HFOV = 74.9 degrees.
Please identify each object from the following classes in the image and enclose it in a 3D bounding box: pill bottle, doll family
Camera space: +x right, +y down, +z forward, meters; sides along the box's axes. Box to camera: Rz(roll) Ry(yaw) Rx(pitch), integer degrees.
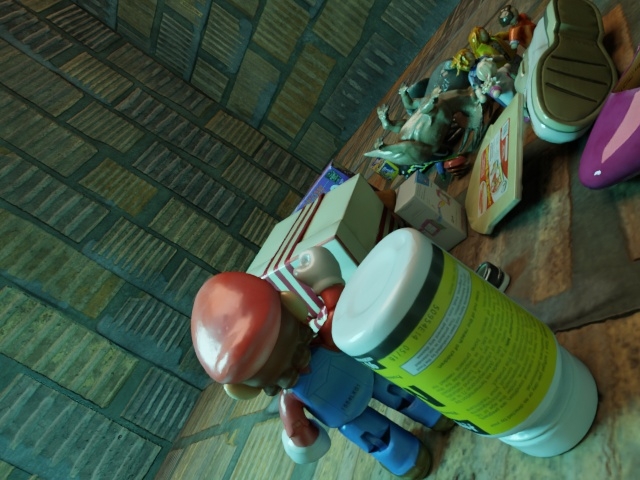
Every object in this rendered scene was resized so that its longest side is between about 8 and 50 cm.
[{"bbox_3d":[0.124,0.092,0.365,0.119,0.208,0.119,-54,10,14],"label":"pill bottle"},{"bbox_3d":[0.337,-0.329,0.802,0.263,0.163,0.118,-62,11,-27],"label":"doll family"}]

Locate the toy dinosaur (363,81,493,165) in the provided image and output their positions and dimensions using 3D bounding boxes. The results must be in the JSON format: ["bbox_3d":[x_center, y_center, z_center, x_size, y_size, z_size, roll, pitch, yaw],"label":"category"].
[{"bbox_3d":[0.236,-0.234,0.904,0.295,0.200,0.127,-42,39,34],"label":"toy dinosaur"}]

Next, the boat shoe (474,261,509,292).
[{"bbox_3d":[0.194,0.085,0.546,0.125,0.038,0.046,-55,10,8],"label":"boat shoe"}]

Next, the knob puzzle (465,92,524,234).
[{"bbox_3d":[0.274,-0.097,0.653,0.213,0.029,0.214,10,-90,-89],"label":"knob puzzle"}]

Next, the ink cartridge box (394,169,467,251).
[{"bbox_3d":[0.196,-0.052,0.732,0.052,0.122,0.089,-43,17,39],"label":"ink cartridge box"}]

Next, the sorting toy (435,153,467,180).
[{"bbox_3d":[0.281,-0.154,0.890,0.061,0.042,0.102,-16,12,14],"label":"sorting toy"}]

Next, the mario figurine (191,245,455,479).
[{"bbox_3d":[-0.004,0.140,0.504,0.170,0.320,0.198,-44,15,49],"label":"mario figurine"}]

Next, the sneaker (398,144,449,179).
[{"bbox_3d":[0.259,-0.199,1.083,0.235,0.084,0.097,-127,51,-82],"label":"sneaker"}]

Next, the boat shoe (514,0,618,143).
[{"bbox_3d":[0.362,-0.245,0.634,0.103,0.113,0.303,100,-167,-59],"label":"boat shoe"}]

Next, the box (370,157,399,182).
[{"bbox_3d":[0.216,-0.243,1.414,0.054,0.059,0.169,-52,11,11],"label":"box"}]

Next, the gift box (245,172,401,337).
[{"bbox_3d":[0.043,0.079,0.718,0.255,0.276,0.258,-34,17,32],"label":"gift box"}]

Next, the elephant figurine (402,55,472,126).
[{"bbox_3d":[0.285,-0.320,1.036,0.239,0.185,0.170,-42,23,35],"label":"elephant figurine"}]

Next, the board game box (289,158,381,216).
[{"bbox_3d":[0.030,-0.083,1.376,0.347,0.208,0.056,-49,12,40],"label":"board game box"}]

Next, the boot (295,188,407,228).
[{"bbox_3d":[0.073,-0.086,1.018,0.281,0.263,0.096,-88,1,-60],"label":"boot"}]

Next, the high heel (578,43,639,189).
[{"bbox_3d":[0.349,-0.243,0.420,0.378,0.181,0.127,-56,10,4],"label":"high heel"}]
